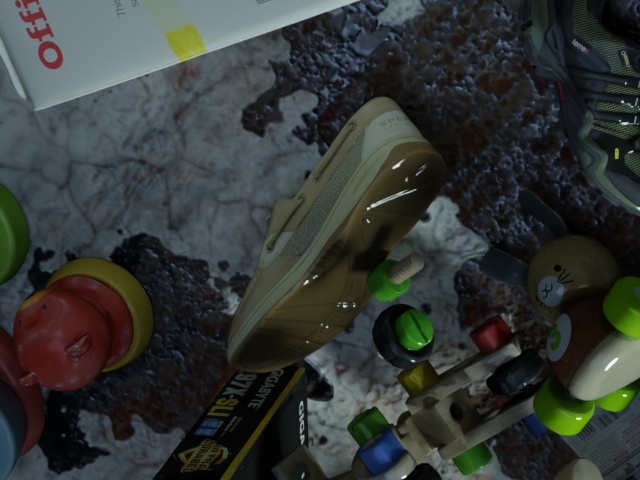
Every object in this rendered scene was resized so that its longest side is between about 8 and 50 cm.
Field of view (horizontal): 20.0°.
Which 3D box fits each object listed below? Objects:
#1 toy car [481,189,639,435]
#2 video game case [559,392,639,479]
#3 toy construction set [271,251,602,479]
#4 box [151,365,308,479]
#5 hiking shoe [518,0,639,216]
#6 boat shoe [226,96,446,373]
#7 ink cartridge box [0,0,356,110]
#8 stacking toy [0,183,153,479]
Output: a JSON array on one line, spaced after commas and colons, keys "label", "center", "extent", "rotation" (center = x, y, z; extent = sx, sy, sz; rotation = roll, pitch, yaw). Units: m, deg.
[{"label": "toy car", "center": [0.222, 0.047, 1.618], "extent": [0.188, 0.149, 0.155], "rotation": [47, 128, 23]}, {"label": "video game case", "center": [0.352, 0.184, 1.688], "extent": [0.201, 0.023, 0.183], "rotation": [-41, 94, 26]}, {"label": "toy construction set", "center": [0.107, 0.220, 1.691], "extent": [0.308, 0.257, 0.237], "rotation": [33, 139, -19]}, {"label": "box", "center": [-0.077, 0.315, 1.750], "extent": [0.079, 0.257, 0.322], "rotation": [5, 112, 17]}, {"label": "hiking shoe", "center": [0.261, -0.127, 1.557], "extent": [0.114, 0.086, 0.227], "rotation": [-25, 101, 28]}, {"label": "boat shoe", "center": [0.000, 0.000, 1.695], "extent": [0.302, 0.109, 0.098], "rotation": [-54, 49, 28]}, {"label": "ink cartridge box", "center": [-0.119, -0.310, 1.567], "extent": [0.384, 0.160, 0.279], "rotation": [-16, 105, 23]}, {"label": "stacking toy", "center": [-0.359, 0.099, 1.827], "extent": [0.279, 0.130, 0.309], "rotation": [44, 117, -3]}]
